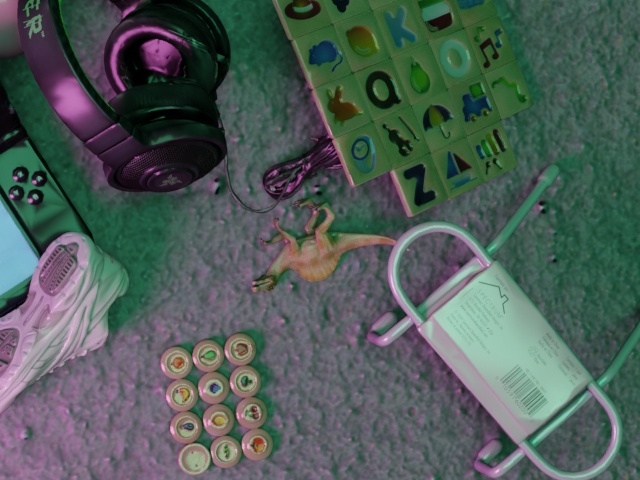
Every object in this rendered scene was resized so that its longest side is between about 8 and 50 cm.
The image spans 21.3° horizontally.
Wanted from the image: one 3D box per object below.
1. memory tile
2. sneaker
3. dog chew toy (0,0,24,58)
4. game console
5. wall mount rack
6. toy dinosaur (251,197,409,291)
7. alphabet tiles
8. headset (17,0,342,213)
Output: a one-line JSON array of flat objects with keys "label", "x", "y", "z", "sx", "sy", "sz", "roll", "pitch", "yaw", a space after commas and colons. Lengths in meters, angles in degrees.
[{"label": "memory tile", "x": -0.116, "y": 0.183, "z": 1.913, "sx": 0.113, "sy": 0.012, "sz": 0.148, "roll": -10, "pitch": 92, "yaw": -11}, {"label": "sneaker", "x": -0.285, "y": 0.107, "z": 1.842, "sx": 0.232, "sy": 0.090, "sz": 0.115, "roll": -50, "pitch": 135, "yaw": 9}, {"label": "dog chew toy", "x": -0.431, "y": -0.219, "z": 1.763, "sx": 0.332, "sy": 0.206, "sz": 0.207, "roll": -23, "pitch": 94, "yaw": -19}, {"label": "game console", "x": -0.407, "y": -0.010, "z": 1.766, "sx": 0.293, "sy": 0.173, "sz": 0.250, "roll": -33, "pitch": 99, "yaw": -9}, {"label": "wall mount rack", "x": 0.234, "y": 0.089, "z": 1.934, "sx": 0.304, "sy": 0.130, "sz": 0.350, "roll": -40, "pitch": 97, "yaw": -5}, {"label": "toy dinosaur", "x": 0.000, "y": 0.000, "z": 1.927, "sx": 0.183, "sy": 0.053, "sz": 0.093, "roll": -19, "pitch": 109, "yaw": -4}, {"label": "alphabet tiles", "x": 0.097, "y": -0.212, "z": 1.905, "sx": 0.285, "sy": 0.011, "sz": 0.343, "roll": -26, "pitch": 96, "yaw": -33}, {"label": "headset", "x": -0.142, "y": -0.162, "z": 1.797, "sx": 0.185, "sy": 0.243, "sz": 0.394, "roll": -26, "pitch": 134, "yaw": 28}]
